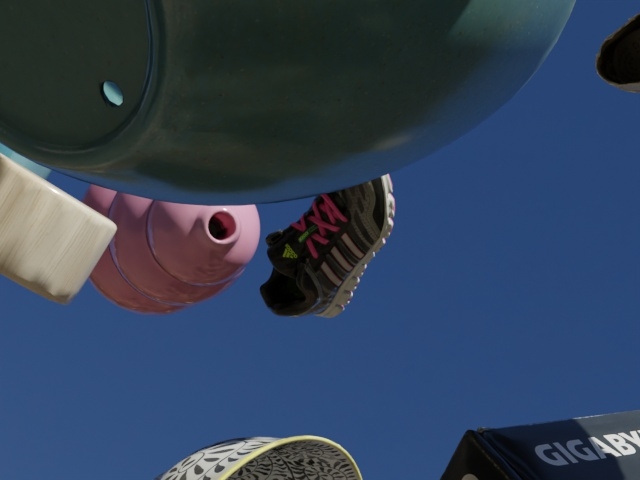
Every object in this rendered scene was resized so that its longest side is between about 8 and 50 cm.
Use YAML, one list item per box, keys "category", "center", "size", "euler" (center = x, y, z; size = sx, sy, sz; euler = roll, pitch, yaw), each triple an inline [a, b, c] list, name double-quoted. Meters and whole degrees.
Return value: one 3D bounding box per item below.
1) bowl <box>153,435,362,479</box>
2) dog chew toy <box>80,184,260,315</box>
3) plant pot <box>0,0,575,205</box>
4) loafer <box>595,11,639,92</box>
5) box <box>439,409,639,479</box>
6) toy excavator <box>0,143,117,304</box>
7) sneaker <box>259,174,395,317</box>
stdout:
- category: "bowl"
  center: [-0.059, 0.174, 0.773]
  size: [0.080, 0.170, 0.170]
  euler: [21, -43, 38]
- category: "dog chew toy"
  center: [-0.172, -0.010, 1.655]
  size: [0.206, 0.207, 0.332]
  euler: [39, -15, -18]
- category: "plant pot"
  center: [-0.059, -0.129, 0.572]
  size: [0.290, 0.195, 0.290]
  euler: [18, -54, 26]
- category: "loafer"
  center: [0.374, -0.207, 1.363]
  size: [0.268, 0.092, 0.102]
  euler: [-36, -103, 56]
- category: "box"
  center: [0.160, 0.122, 0.420]
  size: [0.220, 0.175, 0.051]
  euler: [1, -56, -41]
- category: "toy excavator"
  center: [-0.335, -0.075, 1.309]
  size: [0.445, 0.433, 0.222]
  euler: [30, -93, 14]
- category: "sneaker"
  center: [0.000, 0.000, 1.048]
  size: [0.074, 0.063, 0.170]
  euler: [-13, -38, -35]
